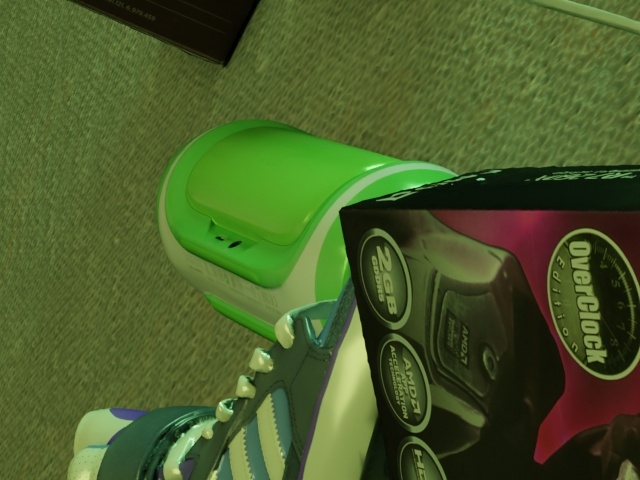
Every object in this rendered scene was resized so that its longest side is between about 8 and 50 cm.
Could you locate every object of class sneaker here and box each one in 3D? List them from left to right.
[{"bbox_3d":[-0.042,0.099,0.986,0.236,0.130,0.323,23,108,35],"label":"sneaker"}]

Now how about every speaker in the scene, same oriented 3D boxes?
[{"bbox_3d":[0.000,0.000,1.154,0.296,0.131,0.131,22,90,64],"label":"speaker"}]

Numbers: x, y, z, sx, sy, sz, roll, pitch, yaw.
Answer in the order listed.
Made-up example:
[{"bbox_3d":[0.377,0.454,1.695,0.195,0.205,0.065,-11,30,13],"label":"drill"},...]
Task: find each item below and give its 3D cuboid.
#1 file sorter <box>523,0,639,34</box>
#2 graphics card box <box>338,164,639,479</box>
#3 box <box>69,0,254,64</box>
[{"bbox_3d":[0.152,-0.263,0.948,0.193,0.173,0.277,115,170,-75],"label":"file sorter"},{"bbox_3d":[0.153,0.087,0.710,0.371,0.094,0.233,4,107,61],"label":"graphics card box"},{"bbox_3d":[-0.126,-0.281,1.557,0.203,0.167,0.168,-62,26,13],"label":"box"}]
